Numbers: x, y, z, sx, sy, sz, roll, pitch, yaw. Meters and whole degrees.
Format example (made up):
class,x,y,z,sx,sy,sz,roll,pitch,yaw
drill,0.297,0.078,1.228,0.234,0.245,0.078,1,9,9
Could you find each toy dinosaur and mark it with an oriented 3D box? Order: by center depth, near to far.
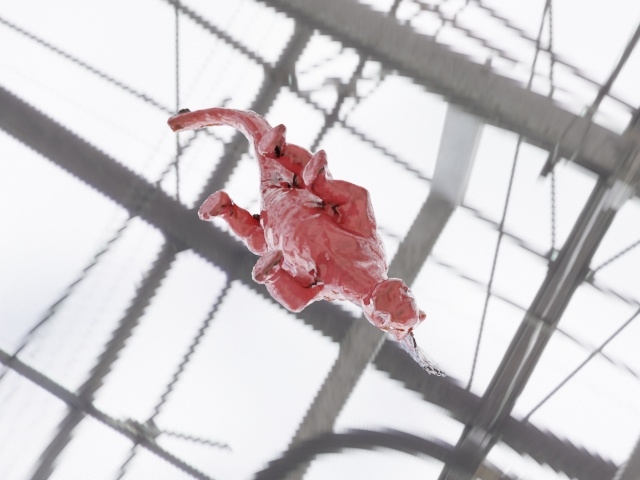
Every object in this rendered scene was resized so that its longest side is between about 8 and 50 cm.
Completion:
class,x,y,z,sx,sy,sz,roll,pitch,yaw
toy dinosaur,0.006,0.006,1.062,0.070,0.286,0.139,-48,-64,0
